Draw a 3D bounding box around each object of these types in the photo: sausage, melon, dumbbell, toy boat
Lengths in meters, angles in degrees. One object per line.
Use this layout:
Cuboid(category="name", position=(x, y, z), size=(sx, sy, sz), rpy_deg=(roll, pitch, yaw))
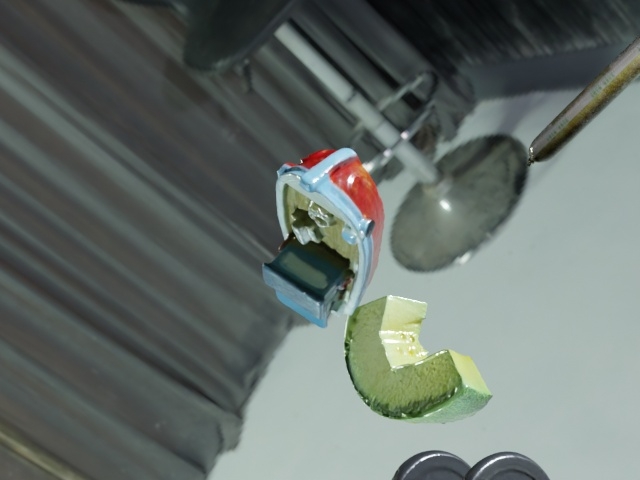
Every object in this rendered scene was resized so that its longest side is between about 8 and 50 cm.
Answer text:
Cuboid(category="sausage", position=(0.320, -0.175, 1.265), size=(0.269, 0.033, 0.033), rpy_deg=(-46, 28, 24))
Cuboid(category="melon", position=(0.095, 0.132, 1.243), size=(0.118, 0.064, 0.209), rpy_deg=(-52, 38, 19))
Cuboid(category="dumbbell", position=(0.075, 0.141, 0.583), size=(0.147, 0.069, 0.069), rpy_deg=(-12, 46, 56))
Cuboid(category="toy boat", position=(0.000, 0.000, 0.719), size=(0.059, 0.069, 0.173), rpy_deg=(-49, -18, -24))
